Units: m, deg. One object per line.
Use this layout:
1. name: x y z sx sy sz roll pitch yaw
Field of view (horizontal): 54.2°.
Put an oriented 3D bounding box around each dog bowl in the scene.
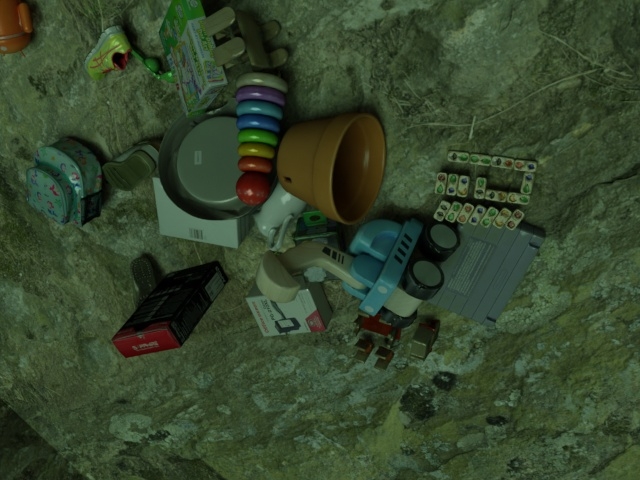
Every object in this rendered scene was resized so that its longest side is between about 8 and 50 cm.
1. dog bowl: -0.269 -0.215 1.737 0.348 0.102 0.349 -2 79 9

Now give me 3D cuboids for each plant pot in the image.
1. plant pot: 0.020 -0.205 1.663 0.203 0.291 0.291 15 127 29

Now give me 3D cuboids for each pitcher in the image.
1. pitcher: -0.111 -0.086 1.836 0.125 0.178 0.207 8 138 -35

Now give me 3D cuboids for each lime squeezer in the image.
1. lime squeezer: -0.447 -0.502 1.746 0.310 0.059 0.110 16 126 10

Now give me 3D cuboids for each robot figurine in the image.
1. robot figurine: -0.902 -0.629 1.773 0.158 0.128 0.220 -15 124 -17

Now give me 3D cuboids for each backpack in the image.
1. backpack: -0.815 -0.190 1.997 0.225 0.191 0.254 30 122 16

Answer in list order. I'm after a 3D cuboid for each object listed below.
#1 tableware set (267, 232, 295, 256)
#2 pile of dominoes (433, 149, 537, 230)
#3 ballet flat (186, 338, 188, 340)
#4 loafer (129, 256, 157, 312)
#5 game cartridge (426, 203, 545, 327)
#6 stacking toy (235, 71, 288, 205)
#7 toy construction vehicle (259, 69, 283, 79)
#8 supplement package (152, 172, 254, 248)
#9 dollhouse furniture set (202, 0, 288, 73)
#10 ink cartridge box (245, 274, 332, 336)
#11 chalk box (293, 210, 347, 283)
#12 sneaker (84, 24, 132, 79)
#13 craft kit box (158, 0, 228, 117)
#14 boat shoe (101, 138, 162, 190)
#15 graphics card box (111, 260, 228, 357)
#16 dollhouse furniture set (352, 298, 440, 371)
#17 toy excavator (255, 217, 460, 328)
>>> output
1. tableware set: -0.093 0.025 1.991 0.154 0.024 0.104 -10 118 24
2. pile of dominoes: 0.431 -0.129 1.662 0.251 0.040 0.196 9 104 14
3. ballet flat: -0.568 0.286 2.302 0.079 0.077 0.222 -10 120 47
4. loafer: -0.609 0.190 2.196 0.101 0.092 0.269 -7 94 -13
5. game cartridge: 0.466 0.077 1.815 0.230 0.068 0.355 24 126 8
6. stacking toy: -0.168 -0.256 1.615 0.141 0.141 0.331 5 85 16
7. toy construction vehicle: -0.146 -0.433 1.701 0.085 0.035 0.098 8 124 14
8. supplement package: -0.351 -0.115 1.911 0.261 0.145 0.204 10 124 13
9. dollhouse furniture set: -0.164 -0.550 1.528 0.160 0.212 0.242 -18 90 27
10. ink cartridge box: -0.104 0.216 2.072 0.237 0.100 0.172 -10 118 24
11. chalk box: 0.000 0.000 1.865 0.132 0.132 0.213 -7 119 9
12. sneaker: -0.592 -0.504 1.754 0.094 0.081 0.208 52 137 -3
13. craft kit box: -0.330 -0.471 1.596 0.246 0.060 0.250 -18 91 61
14. boat shoe: -0.571 -0.234 1.935 0.302 0.103 0.113 -7 127 47
15. graphics card box: -0.480 0.219 2.036 0.232 0.371 0.094 -15 116 25
16. dollhouse furniture set: 0.238 0.285 2.010 0.259 0.135 0.262 17 127 22
17. toy excavator: 0.098 0.067 1.710 0.445 0.433 0.222 29 142 3
